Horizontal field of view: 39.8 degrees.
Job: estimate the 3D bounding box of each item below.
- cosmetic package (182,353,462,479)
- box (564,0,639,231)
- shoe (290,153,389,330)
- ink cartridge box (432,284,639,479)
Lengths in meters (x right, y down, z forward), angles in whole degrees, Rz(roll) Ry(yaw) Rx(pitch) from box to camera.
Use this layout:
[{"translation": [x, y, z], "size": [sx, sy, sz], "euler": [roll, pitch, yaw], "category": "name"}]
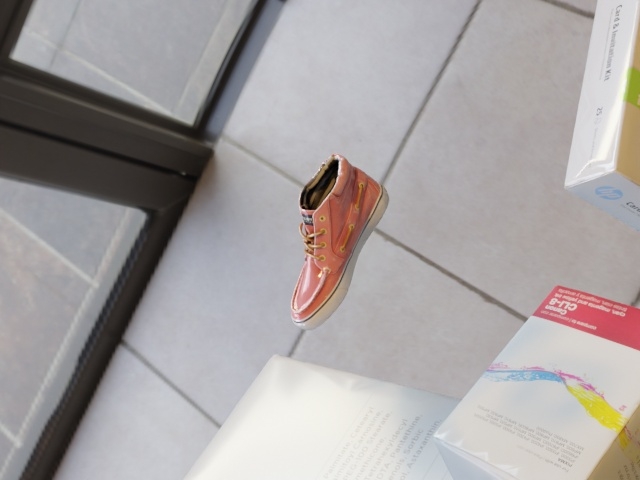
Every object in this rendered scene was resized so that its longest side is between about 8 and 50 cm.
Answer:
[{"translation": [0.064, 0.375, 0.982], "size": [0.393, 0.329, 0.327], "euler": [6, 50, 46], "category": "cosmetic package"}, {"translation": [0.210, -0.084, 0.483], "size": [0.038, 0.145, 0.186], "euler": [-20, 49, 59], "category": "box"}, {"translation": [0.000, 0.000, 0.921], "size": [0.063, 0.081, 0.178], "euler": [15, 73, 52], "category": "shoe"}, {"translation": [0.199, 0.150, 0.685], "size": [0.176, 0.128, 0.127], "euler": [-44, 38, -23], "category": "ink cartridge box"}]
